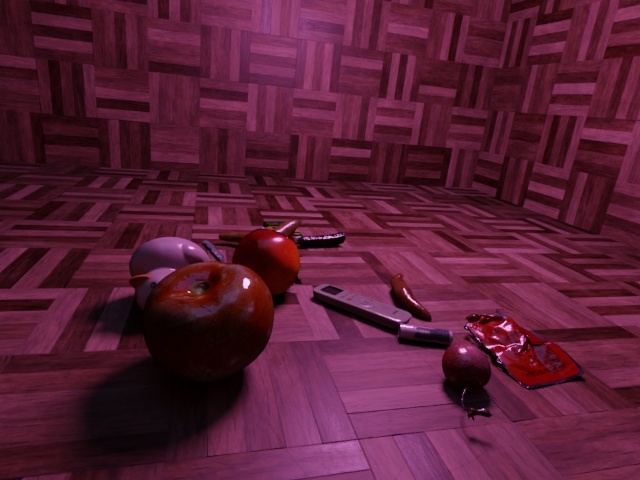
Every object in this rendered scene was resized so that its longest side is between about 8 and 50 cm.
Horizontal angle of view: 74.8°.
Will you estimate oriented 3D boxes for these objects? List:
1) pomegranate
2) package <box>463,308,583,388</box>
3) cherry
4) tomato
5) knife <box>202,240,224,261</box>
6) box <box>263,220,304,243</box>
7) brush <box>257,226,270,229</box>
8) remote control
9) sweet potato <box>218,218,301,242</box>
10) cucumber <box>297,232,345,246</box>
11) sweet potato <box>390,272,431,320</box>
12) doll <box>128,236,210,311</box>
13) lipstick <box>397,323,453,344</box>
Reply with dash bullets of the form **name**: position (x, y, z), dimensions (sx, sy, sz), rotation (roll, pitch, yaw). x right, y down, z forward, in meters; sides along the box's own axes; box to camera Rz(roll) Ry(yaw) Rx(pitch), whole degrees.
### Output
- **pomegranate**: position (-0.154, 0.070, 1.278), dimensions (0.235, 0.210, 0.210), rotation (23, 5, -38)
- **package**: position (0.515, 0.269, 1.097), dimensions (0.194, 0.071, 0.269), rotation (-15, 27, -14)
- **cherry**: position (0.329, 0.303, 0.906), dimensions (0.107, 0.090, 0.225), rotation (18, 25, -8)
- **tomato**: position (-0.230, 0.178, 0.888), dimensions (0.270, 0.222, 0.270), rotation (-9, 30, 5)
- **knife**: position (-0.403, 0.039, 1.582), dimensions (0.028, 0.015, 0.210), rotation (2, 18, -35)
- **box**: position (-0.168, -0.038, 1.865), dimensions (0.132, 0.034, 0.235), rotation (-1, 19, -21)
- **brush**: position (-0.192, 0.026, 1.506), dimensions (0.070, 0.065, 0.327), rotation (-5, 32, -11)
- **remote control**: position (0.117, 0.192, 1.245), dimensions (0.310, 0.038, 0.090), rotation (17, 21, 32)
- **sweet potato**: position (-0.230, -0.014, 1.687), dimensions (0.346, 0.079, 0.108), rotation (-10, 41, -16)
- **cucumber**: position (0.000, 0.000, 1.768), dimensions (0.215, 0.058, 0.052), rotation (-5, 55, -24)
- **sweet potato**: position (0.269, 0.171, 1.333), dimensions (0.078, 0.058, 0.255), rotation (22, 17, -20)
- **doll**: position (-0.403, 0.112, 1.134), dimensions (0.221, 0.221, 0.251), rotation (19, -5, 35)
- **lipstick**: position (0.279, 0.250, 1.116), dimensions (0.141, 0.040, 0.040), rotation (8, 18, 4)
